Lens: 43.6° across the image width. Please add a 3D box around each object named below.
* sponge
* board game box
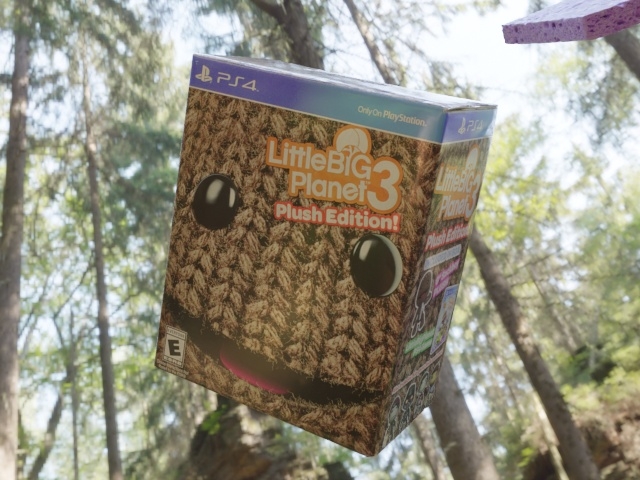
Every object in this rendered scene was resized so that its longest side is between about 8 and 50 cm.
[{"bbox_3d":[0.307,-0.263,0.936,0.117,0.210,0.031,-22,-73,-6],"label":"sponge"},{"bbox_3d":[0.000,0.000,0.713,0.141,0.232,0.291,-19,-58,-61],"label":"board game box"}]
